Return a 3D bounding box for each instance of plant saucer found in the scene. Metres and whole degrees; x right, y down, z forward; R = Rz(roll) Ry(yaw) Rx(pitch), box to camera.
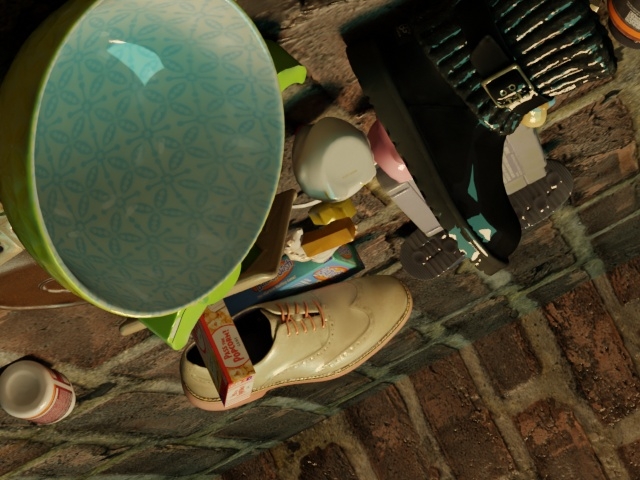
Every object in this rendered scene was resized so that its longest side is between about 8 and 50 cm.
[{"bbox_3d":[-0.279,0.027,1.551,0.310,0.050,0.310,-10,166,-2],"label":"plant saucer"}]

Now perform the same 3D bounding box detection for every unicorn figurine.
[{"bbox_3d":[0.000,0.000,2.021,0.111,0.060,0.162,-38,154,-4],"label":"unicorn figurine"}]

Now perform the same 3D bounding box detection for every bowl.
[{"bbox_3d":[-0.182,-0.090,1.183,0.156,0.289,0.289,13,-166,40],"label":"bowl"}]

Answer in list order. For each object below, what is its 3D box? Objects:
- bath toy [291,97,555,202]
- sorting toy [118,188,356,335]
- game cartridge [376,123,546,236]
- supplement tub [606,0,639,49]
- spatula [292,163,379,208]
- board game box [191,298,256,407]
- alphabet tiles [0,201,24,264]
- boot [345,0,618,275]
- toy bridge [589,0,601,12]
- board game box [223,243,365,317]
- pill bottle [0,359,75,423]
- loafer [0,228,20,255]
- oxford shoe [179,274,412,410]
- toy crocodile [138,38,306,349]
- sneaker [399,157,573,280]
[{"bbox_3d":[0.113,-0.138,1.662,0.348,0.151,0.129,-22,-152,-21],"label":"bath toy"},{"bbox_3d":[-0.096,0.001,1.669,0.307,0.041,0.229,-22,-157,19],"label":"sorting toy"},{"bbox_3d":[0.219,-0.109,2.037,0.230,0.068,0.355,-32,164,6],"label":"game cartridge"},{"bbox_3d":[0.401,-0.301,1.608,0.106,0.106,0.198,-22,165,-14],"label":"supplement tub"},{"bbox_3d":[-0.005,-0.061,1.876,0.296,0.030,0.084,-30,165,13],"label":"spatula"},{"bbox_3d":[-0.153,0.130,1.956,0.045,0.193,0.147,-22,164,-14],"label":"board game box"},{"bbox_3d":[-0.380,-0.027,1.192,0.198,0.009,0.237,-32,134,9],"label":"alphabet tiles"},{"bbox_3d":[0.214,-0.139,1.507,0.260,0.131,0.348,-27,122,10],"label":"boot"},{"bbox_3d":[0.318,-0.290,1.597,0.188,0.026,0.063,113,4,-48],"label":"toy bridge"},{"bbox_3d":[-0.048,0.068,2.201,0.210,0.047,0.160,-29,164,14],"label":"board game box"},{"bbox_3d":[-0.423,0.232,2.058,0.086,0.086,0.152,-26,164,1],"label":"pill bottle"},{"bbox_3d":[-0.376,0.002,1.310,0.319,0.111,0.112,-34,125,11],"label":"loafer"},{"bbox_3d":[-0.034,0.148,2.147,0.397,0.140,0.146,-25,157,-10],"label":"oxford shoe"},{"bbox_3d":[-0.112,-0.046,1.413,0.105,0.115,0.341,-6,119,-52],"label":"toy crocodile"},{"bbox_3d":[0.278,-0.048,2.289,0.319,0.112,0.131,-28,-178,17],"label":"sneaker"}]
